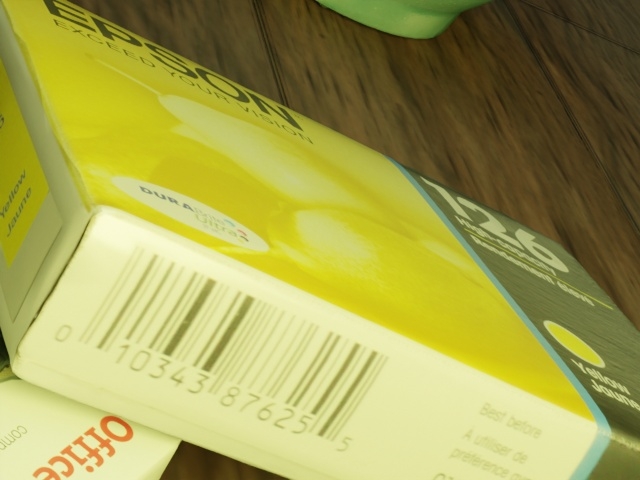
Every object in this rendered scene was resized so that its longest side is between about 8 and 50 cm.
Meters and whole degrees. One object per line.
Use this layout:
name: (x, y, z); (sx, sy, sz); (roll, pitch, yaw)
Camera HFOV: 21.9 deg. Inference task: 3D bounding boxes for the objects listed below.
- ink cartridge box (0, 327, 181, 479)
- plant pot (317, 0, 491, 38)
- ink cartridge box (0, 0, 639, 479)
ink cartridge box: (-0.145, 0.053, 0.465); (0.175, 0.072, 0.127); (35, 25, 8)
plant pot: (0.057, -0.258, 1.081); (0.293, 0.196, 0.293); (25, 28, -14)
ink cartridge box: (0.000, 0.000, 0.640); (0.303, 0.072, 0.307); (23, 19, -29)
